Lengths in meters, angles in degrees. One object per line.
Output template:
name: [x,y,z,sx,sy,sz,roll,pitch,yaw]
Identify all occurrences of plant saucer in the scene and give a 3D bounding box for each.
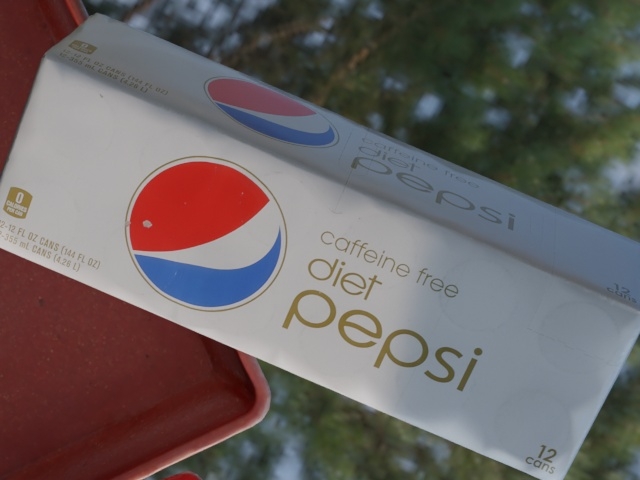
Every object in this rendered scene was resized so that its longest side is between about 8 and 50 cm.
plant saucer: [-0.184,0.007,0.680,0.258,0.259,0.048,-26,180,7]

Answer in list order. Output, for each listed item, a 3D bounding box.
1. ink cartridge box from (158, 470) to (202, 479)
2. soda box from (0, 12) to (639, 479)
ink cartridge box: [-0.066,0.232,0.736,0.134,0.231,0.078,-22,-168,29]
soda box: [0.000,0.000,0.568,0.069,0.216,0.074,-69,-178,-68]
